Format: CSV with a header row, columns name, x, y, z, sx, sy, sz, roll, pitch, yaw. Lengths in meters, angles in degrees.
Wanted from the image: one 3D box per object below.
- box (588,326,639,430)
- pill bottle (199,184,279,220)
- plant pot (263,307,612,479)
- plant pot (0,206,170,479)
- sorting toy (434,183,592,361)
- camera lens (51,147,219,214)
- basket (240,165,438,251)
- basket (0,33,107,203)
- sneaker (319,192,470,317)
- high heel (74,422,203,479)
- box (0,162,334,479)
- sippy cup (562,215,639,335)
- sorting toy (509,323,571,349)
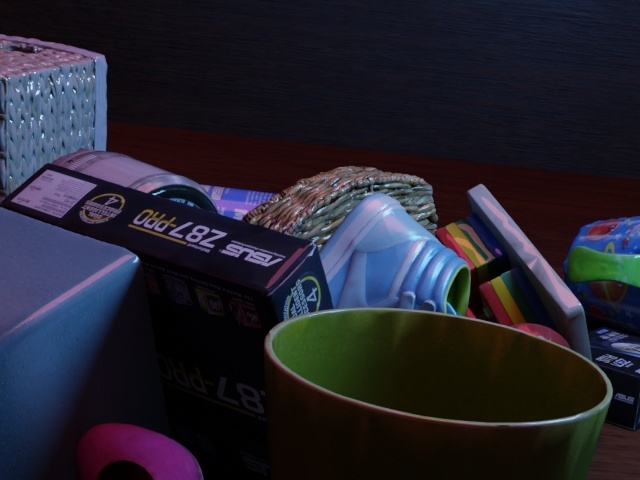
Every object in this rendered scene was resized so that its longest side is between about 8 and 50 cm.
name,x,y,z,sx,sy,sz,roll,pitch,yaw
box,0.413,0.188,1.986,0.147,0.078,0.180,17,17,35
pill bottle,-0.097,-0.005,2.394,0.272,0.152,0.152,7,13,3
plant pot,0.075,0.234,1.158,0.274,0.294,0.275,6,14,-2
plant pot,-0.342,0.143,1.484,0.247,0.247,0.252,16,34,35
sorting toy,0.247,0.105,1.836,0.089,0.257,0.255,-26,45,-7
camera lens,-0.300,-0.014,2.189,0.219,0.219,0.274,-5,17,-41
basket,0.000,0.000,2.132,0.299,0.213,0.223,-22,20,-31
basket,-0.584,-0.180,2.553,0.328,0.331,0.266,13,21,28
sneaker,0.060,0.118,1.742,0.208,0.319,0.127,34,1,24
high heel,-0.181,0.259,1.269,0.181,0.127,0.377,10,12,-37
box,-0.147,0.099,1.578,0.395,0.318,0.097,17,49,34
sippy cup,0.529,0.057,2.334,0.224,0.305,0.240,6,52,48
sorting toy,0.120,0.200,1.656,0.365,0.127,0.126,-10,27,6
